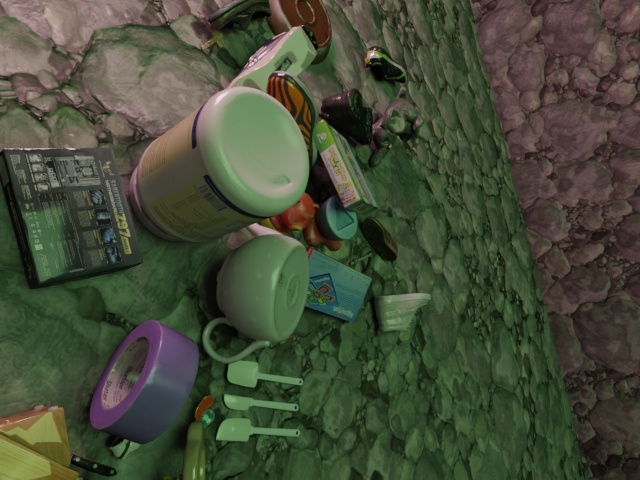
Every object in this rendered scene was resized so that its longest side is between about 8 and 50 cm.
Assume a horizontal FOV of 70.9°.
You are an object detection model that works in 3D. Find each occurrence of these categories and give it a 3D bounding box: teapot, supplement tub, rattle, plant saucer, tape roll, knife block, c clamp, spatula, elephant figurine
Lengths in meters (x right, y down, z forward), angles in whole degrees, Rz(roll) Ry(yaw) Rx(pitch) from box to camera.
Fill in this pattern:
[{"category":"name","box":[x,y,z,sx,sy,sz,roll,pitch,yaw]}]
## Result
[{"category":"teapot","box":[-0.146,0.103,0.992,0.256,0.186,0.253,-47,142,-62]},{"category":"supplement tub","box":[-0.208,-0.128,0.879,0.235,0.324,0.236,17,66,-43]},{"category":"rattle","box":[-0.278,0.408,0.858,0.130,0.142,0.200,68,11,-58]},{"category":"plant saucer","box":[-0.062,-0.724,1.440,0.310,0.050,0.311,16,67,-44]},{"category":"tape roll","box":[-0.299,0.238,0.767,0.080,0.189,0.189,39,52,-33]},{"category":"knife block","box":[-0.439,0.377,0.645,0.275,0.088,0.242,-4,80,-49]},{"category":"c clamp","box":[0.123,0.072,1.358,0.160,0.022,0.137,-10,116,-58]},{"category":"spatula","box":[-0.127,0.375,1.042,0.242,0.019,0.168,24,60,-41]},{"category":"elephant figurine","box":[0.245,-0.405,1.609,0.239,0.169,0.186,-26,68,-33]}]

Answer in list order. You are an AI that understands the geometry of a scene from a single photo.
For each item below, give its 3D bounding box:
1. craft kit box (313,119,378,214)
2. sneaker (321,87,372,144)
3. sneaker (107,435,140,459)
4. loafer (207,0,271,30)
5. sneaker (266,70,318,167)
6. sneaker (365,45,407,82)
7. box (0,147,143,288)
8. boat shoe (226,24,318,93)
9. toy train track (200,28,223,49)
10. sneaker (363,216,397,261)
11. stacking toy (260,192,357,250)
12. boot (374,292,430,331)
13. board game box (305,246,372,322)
[{"category":"craft kit box","box":[0.075,-0.204,1.317,0.250,0.060,0.246,66,14,10]},{"category":"sneaker","box":[0.093,-0.397,1.463,0.286,0.130,0.109,38,56,-62]},{"category":"sneaker","box":[-0.332,0.348,0.817,0.109,0.040,0.044,-35,120,-44]},{"category":"loafer","box":[-0.204,-0.615,1.218,0.084,0.096,0.268,59,40,-29]},{"category":"sneaker","box":[-0.089,-0.243,1.119,0.180,0.124,0.321,-61,154,-30]},{"category":"sneaker","box":[0.248,-0.659,1.755,0.234,0.084,0.097,21,87,-41]},{"category":"box","box":[-0.439,-0.048,0.801,0.183,0.059,0.233,-15,89,-49]},{"category":"boat shoe","box":[-0.159,-0.426,1.199,0.340,0.158,0.127,-47,122,-14]},{"category":"toy train track","box":[-0.281,-0.511,1.157,0.083,0.014,0.048,-55,125,-35]},{"category":"sneaker","box":[0.199,-0.014,1.502,0.188,0.066,0.071,56,27,-27]},{"category":"stacking toy","box":[0.000,0.000,1.216,0.308,0.130,0.280,1,77,-47]},{"category":"boot","box":[0.274,0.239,1.484,0.258,0.095,0.124,2,83,-39]},{"category":"board game box","box":[0.032,0.128,1.226,0.281,0.027,0.145,28,82,-46]}]
